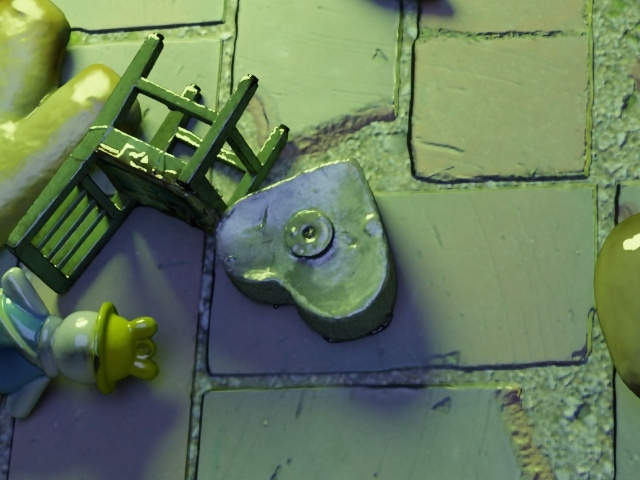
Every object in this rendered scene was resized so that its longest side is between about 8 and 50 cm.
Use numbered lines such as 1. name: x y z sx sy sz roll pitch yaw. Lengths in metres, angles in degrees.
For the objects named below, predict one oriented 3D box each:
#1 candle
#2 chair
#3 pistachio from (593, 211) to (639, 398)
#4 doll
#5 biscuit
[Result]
1. candle: 0.000 0.000 1.830 0.192 0.068 0.168 24 75 18
2. chair: -0.167 -0.052 1.857 0.147 0.136 0.270 26 76 24
3. pistachio: 0.310 0.061 1.696 0.108 0.126 0.185 6 72 -16
4. doll: -0.278 0.105 1.846 0.241 0.099 0.135 2 68 13
5. biscuit: -0.357 -0.120 1.979 0.291 0.062 0.237 -41 65 -2
